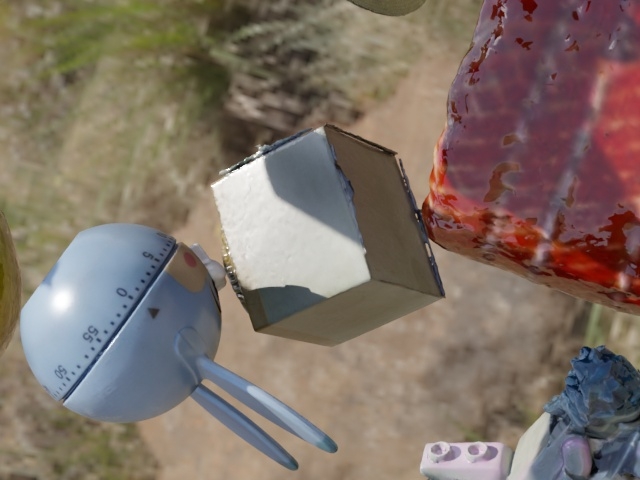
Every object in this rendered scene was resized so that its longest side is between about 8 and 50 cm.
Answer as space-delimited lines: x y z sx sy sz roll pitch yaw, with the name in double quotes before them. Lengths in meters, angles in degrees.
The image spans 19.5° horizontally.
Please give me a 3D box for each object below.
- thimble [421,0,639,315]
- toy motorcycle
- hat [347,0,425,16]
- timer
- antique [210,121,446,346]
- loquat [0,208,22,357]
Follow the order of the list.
"thimble" 0.239 -0.123 1.453 0.350 0.230 0.350 22 -90 -81
"toy motorcycle" 0.186 0.152 1.379 0.108 0.239 0.204 -94 -7 -54
"hat" 0.062 -0.366 1.866 0.130 0.257 0.257 -35 49 37
"timer" -0.109 0.076 1.478 0.175 0.255 0.175 -166 90 -78
"antique" 0.000 0.000 1.601 0.148 0.146 0.152 -27 69 24
"loquat" -0.358 0.062 1.585 0.213 0.213 0.246 15 94 59
